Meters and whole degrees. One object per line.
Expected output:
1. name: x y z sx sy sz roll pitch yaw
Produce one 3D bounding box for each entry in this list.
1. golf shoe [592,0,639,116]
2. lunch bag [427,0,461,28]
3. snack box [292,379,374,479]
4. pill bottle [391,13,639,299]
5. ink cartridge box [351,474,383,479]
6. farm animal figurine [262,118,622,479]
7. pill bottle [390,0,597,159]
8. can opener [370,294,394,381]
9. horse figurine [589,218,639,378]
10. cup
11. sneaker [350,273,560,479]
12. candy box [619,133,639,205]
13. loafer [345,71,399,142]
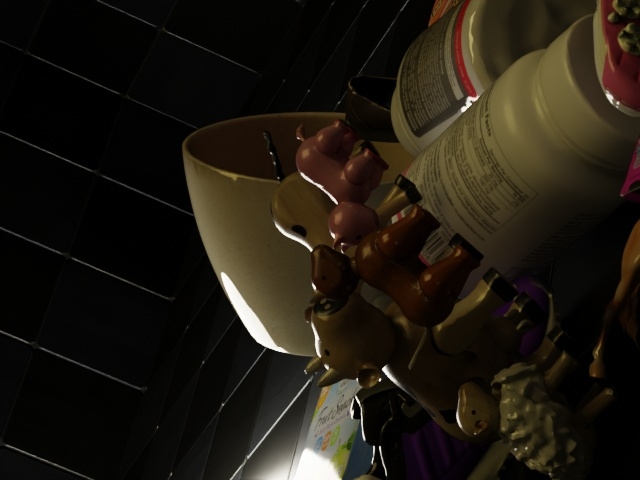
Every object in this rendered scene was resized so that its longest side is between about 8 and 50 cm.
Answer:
1. golf shoe: 0.265 -0.182 1.494 0.140 0.115 0.306 110 -179 -47
2. lunch bag: 0.225 -0.331 2.272 0.258 0.120 0.293 -81 18 -54
3. snack box: 0.040 0.221 2.139 0.207 0.070 0.174 -40 29 64
4. pill bottle: 0.199 -0.074 1.743 0.283 0.160 0.160 -44 24 48
5. ink cartridge box: 0.029 0.397 1.676 0.307 0.129 0.223 -79 17 -47
6. farm animal figurine: 0.069 0.064 1.633 0.172 0.327 0.330 -47 17 5
7. pill bottle: 0.181 -0.165 1.993 0.176 0.176 0.318 -69 12 -15
8. can opener: 0.092 0.146 1.878 0.283 0.076 0.095 85 168 -63
9. horse figurine: 0.277 0.031 1.440 0.263 0.066 0.174 179 108 -75
10. cup: 0.000 0.000 2.275 0.331 0.331 0.237 -104 15 -72
11. sneaker: 0.108 0.152 1.763 0.102 0.146 0.293 -112 46 -75
12. candy box: 0.331 -0.140 1.517 0.159 0.071 0.233 148 143 -72
13. loafer: 0.122 -0.155 2.213 0.078 0.220 0.080 67 -147 -42
